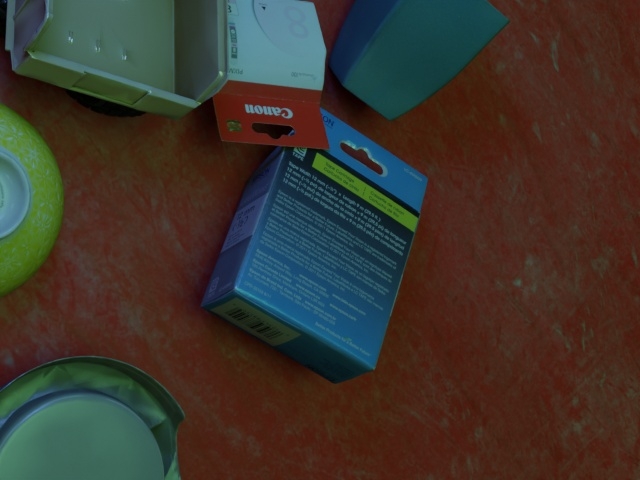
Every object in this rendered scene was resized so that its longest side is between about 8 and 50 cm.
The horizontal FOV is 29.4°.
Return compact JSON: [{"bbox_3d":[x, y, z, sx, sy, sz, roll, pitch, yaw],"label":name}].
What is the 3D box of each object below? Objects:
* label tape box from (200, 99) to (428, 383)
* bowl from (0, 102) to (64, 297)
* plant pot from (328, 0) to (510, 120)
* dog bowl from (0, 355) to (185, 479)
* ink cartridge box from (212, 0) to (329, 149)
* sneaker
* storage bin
[{"bbox_3d":[0.000,0.000,1.810,0.249,0.115,0.348,31,56,-21],"label":"label tape box"},{"bbox_3d":[-0.444,-0.055,1.536,0.289,0.156,0.290,1,88,-32],"label":"bowl"},{"bbox_3d":[0.130,-0.315,1.860,0.165,0.165,0.234,34,104,-27],"label":"plant pot"},{"bbox_3d":[-0.336,0.326,1.626,0.348,0.102,0.349,1,89,-31],"label":"dog bowl"},{"bbox_3d":[-0.075,-0.252,1.773,0.189,0.066,0.232,2,58,-32],"label":"ink cartridge box"},{"bbox_3d":[-0.327,-0.282,1.647,0.286,0.109,0.130,43,58,-28],"label":"sneaker"},{"bbox_3d":[-0.261,-0.318,1.579,0.262,0.123,0.261,14,63,-37],"label":"storage bin"}]
